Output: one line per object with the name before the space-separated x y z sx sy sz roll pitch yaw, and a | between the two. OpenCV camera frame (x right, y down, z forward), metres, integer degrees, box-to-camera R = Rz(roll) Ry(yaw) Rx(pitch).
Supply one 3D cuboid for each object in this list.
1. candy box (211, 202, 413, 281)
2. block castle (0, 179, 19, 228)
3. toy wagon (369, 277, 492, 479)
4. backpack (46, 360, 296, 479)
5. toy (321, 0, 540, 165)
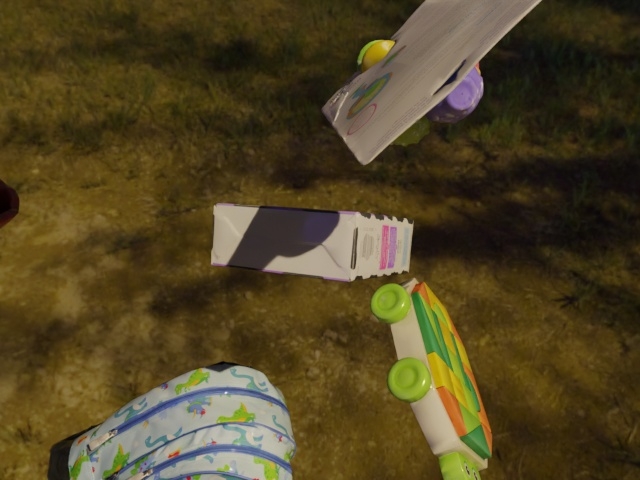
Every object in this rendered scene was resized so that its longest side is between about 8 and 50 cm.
candy box | 0.000 0.000 0.673 0.164 0.070 0.196 5 2 25
block castle | -0.490 -0.018 0.494 0.213 0.303 0.453 -41 17 17
toy wagon | 0.175 0.223 0.833 0.068 0.267 0.345 -26 46 18
backpack | -0.203 0.348 0.933 0.355 0.290 0.273 -40 34 3
toy | 0.074 -0.115 0.434 0.137 0.056 0.237 -44 22 10
